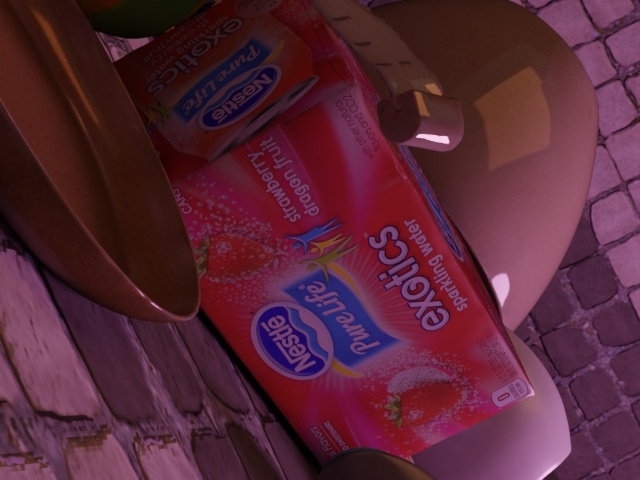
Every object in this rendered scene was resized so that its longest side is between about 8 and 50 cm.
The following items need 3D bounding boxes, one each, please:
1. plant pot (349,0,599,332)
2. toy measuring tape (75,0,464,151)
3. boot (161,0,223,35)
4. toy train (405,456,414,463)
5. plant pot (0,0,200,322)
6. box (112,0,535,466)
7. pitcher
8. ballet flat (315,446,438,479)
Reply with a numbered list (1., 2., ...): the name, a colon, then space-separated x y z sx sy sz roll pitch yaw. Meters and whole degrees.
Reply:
1. plant pot: 0.106 -0.080 1.379 0.284 0.191 0.284 45 -16 16
2. toy measuring tape: -0.065 -0.117 0.835 0.330 0.121 0.121 49 -1 32
3. boot: -0.099 -0.186 1.155 0.236 0.085 0.178 -94 162 -61
4. toy train: 0.069 0.202 1.039 0.166 0.046 0.125 61 2 -21
5. plant pot: -0.120 -0.066 0.713 0.236 0.032 0.236 60 6 -11
6. box: 0.000 0.000 0.943 0.257 0.128 0.122 57 8 -41
7. pitcher: 0.076 0.098 1.248 0.207 0.125 0.178 52 19 5
8. ballet flat: 0.062 0.191 0.905 0.213 0.072 0.068 58 12 -35
